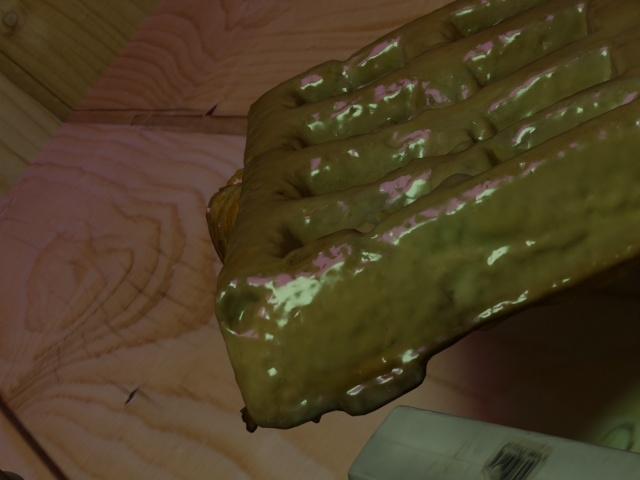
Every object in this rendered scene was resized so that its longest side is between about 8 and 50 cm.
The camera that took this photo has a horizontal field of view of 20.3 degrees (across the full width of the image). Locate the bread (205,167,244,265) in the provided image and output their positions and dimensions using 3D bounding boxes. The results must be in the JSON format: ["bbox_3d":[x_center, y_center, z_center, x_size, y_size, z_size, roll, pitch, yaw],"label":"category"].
[{"bbox_3d":[0.000,0.000,1.143,0.083,0.114,0.211,-39,11,-21],"label":"bread"}]

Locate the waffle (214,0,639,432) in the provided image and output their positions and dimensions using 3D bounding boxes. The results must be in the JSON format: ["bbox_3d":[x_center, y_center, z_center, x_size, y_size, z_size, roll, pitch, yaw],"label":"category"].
[{"bbox_3d":[0.092,-0.053,0.869,0.304,0.078,0.348,-23,19,10],"label":"waffle"}]

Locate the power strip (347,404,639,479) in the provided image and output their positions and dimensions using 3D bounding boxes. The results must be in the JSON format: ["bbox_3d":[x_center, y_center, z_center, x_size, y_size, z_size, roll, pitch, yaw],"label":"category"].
[{"bbox_3d":[0.118,0.111,0.585,0.043,0.106,0.367,-54,16,-13],"label":"power strip"}]

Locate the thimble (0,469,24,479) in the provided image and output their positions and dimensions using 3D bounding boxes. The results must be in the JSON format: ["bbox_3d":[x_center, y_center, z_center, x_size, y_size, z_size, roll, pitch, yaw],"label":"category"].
[{"bbox_3d":[-0.210,0.237,1.064,0.149,0.185,0.211,-46,-16,9],"label":"thimble"}]
